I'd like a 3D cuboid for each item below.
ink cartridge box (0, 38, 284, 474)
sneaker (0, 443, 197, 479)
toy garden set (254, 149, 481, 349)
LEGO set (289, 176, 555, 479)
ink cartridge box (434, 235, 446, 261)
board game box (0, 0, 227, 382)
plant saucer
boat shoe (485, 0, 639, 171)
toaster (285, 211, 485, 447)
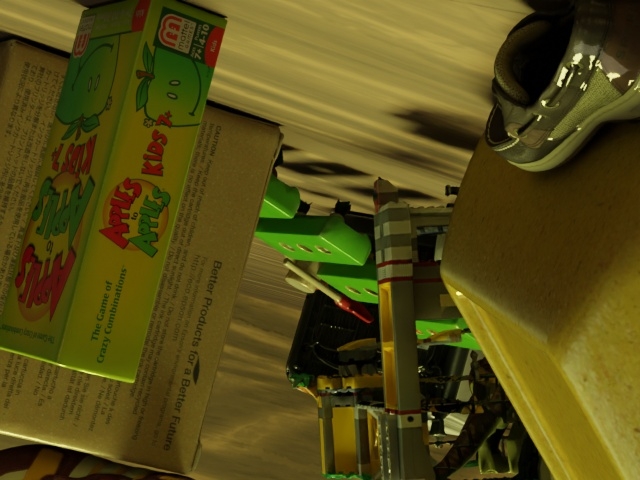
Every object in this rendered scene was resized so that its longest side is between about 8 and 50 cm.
[{"bbox_3d":[-0.151,0.013,1.047,0.193,0.235,0.088,18,173,-28],"label":"ink cartridge box"},{"bbox_3d":[-0.136,0.167,1.037,0.185,0.070,0.084,9,170,-26],"label":"sneaker"},{"bbox_3d":[0.000,0.000,1.271,0.244,0.049,0.204,34,166,-27],"label":"toy garden set"},{"bbox_3d":[0.143,0.046,1.008,0.331,0.192,0.255,-3,176,0],"label":"LEGO set"},{"bbox_3d":[0.200,0.022,1.232,0.223,0.045,0.224,14,174,0],"label":"ink cartridge box"},{"bbox_3d":[-0.106,-0.026,0.814,0.043,0.181,0.092,17,173,-30],"label":"board game box"},{"bbox_3d":[0.160,0.107,0.718,0.333,0.081,0.333,60,177,-8],"label":"plant saucer"},{"bbox_3d":[0.091,-0.066,0.634,0.049,0.056,0.152,20,164,-11],"label":"boat shoe"},{"bbox_3d":[0.074,0.080,1.413,0.168,0.186,0.110,10,168,31],"label":"toaster"}]
